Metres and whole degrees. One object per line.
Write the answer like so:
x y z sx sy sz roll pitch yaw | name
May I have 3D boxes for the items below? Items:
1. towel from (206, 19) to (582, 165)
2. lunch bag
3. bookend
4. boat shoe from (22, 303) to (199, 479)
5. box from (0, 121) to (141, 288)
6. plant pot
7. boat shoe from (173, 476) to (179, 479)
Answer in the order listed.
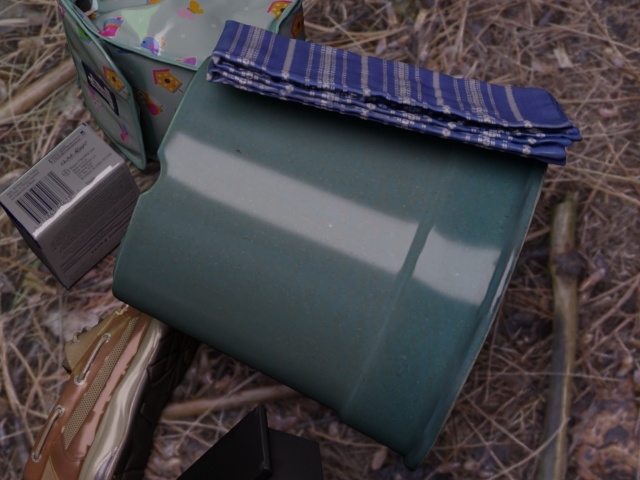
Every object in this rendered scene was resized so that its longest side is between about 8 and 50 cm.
0.067 -0.147 1.664 0.336 0.243 0.040 13 105 -2 | towel
-0.151 -0.181 1.916 0.262 0.223 0.160 12 62 11 | lunch bag
-0.036 0.242 1.712 0.156 0.157 0.072 20 44 -30 | bookend
-0.210 0.126 1.847 0.116 0.123 0.324 16 67 16 | boat shoe
-0.260 -0.036 1.912 0.126 0.137 0.072 -42 67 -12 | box
0.000 0.000 1.713 0.334 0.341 0.341 22 70 -1 | plant pot
-0.108 0.363 1.731 0.091 0.114 0.302 -25 66 2 | boat shoe
